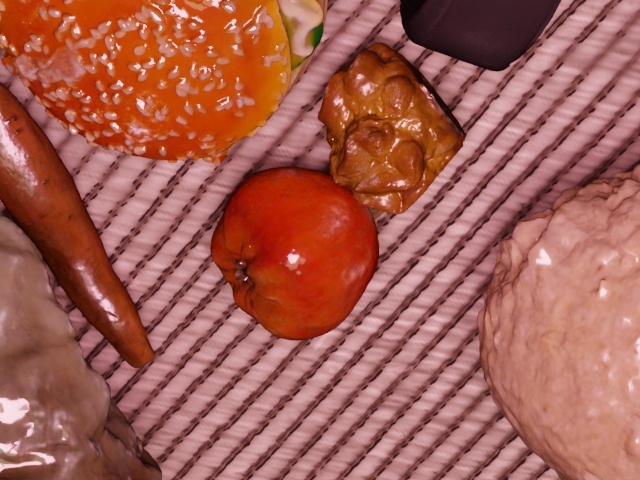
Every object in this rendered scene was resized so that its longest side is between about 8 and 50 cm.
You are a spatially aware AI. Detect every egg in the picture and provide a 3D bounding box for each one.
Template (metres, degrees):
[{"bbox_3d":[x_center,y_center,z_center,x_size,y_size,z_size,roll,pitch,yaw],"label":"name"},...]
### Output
[{"bbox_3d":[0.268,0.075,1.220,0.310,0.279,0.279,11,111,-6],"label":"egg"}]

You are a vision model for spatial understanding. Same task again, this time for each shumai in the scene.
[{"bbox_3d":[-0.278,0.109,1.202,0.309,0.304,0.264,-9,100,6],"label":"shumai"}]

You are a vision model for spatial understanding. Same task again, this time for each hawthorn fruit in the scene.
[{"bbox_3d":[-0.010,0.007,1.254,0.140,0.125,0.125,-3,112,1],"label":"hawthorn fruit"}]

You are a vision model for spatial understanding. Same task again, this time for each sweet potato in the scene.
[{"bbox_3d":[-0.194,-0.018,1.270,0.057,0.057,0.265,-26,114,7],"label":"sweet potato"}]

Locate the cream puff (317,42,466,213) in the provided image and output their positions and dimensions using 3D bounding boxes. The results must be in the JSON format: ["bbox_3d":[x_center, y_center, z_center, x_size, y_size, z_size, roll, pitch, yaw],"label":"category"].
[{"bbox_3d":[0.046,-0.075,1.232,0.094,0.122,0.116,-43,140,9],"label":"cream puff"}]

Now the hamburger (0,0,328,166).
[{"bbox_3d":[-0.109,-0.163,1.168,0.236,0.147,0.237,0,111,0],"label":"hamburger"}]

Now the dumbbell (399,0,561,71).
[{"bbox_3d":[0.233,-0.176,1.150,0.322,0.204,0.204,19,109,-10],"label":"dumbbell"}]
